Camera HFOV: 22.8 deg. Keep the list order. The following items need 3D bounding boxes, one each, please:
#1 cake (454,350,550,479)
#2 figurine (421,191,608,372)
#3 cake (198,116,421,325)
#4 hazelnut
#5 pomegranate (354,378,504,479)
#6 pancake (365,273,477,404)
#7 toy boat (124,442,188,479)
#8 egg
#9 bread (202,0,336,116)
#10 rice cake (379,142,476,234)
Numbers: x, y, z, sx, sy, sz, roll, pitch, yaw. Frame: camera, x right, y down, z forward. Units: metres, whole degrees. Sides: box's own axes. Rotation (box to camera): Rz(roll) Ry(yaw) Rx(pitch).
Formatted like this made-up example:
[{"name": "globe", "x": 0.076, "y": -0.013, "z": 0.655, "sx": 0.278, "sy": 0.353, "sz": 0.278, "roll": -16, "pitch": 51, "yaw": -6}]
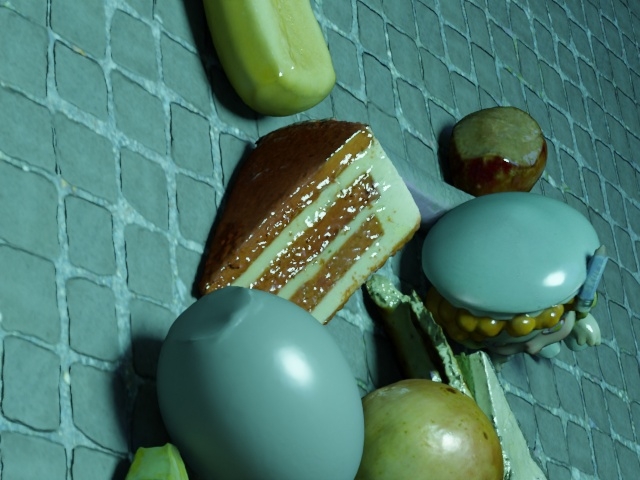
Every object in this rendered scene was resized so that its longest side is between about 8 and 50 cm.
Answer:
[{"name": "cake", "x": 0.209, "y": 0.250, "z": 1.910, "sx": 0.117, "sy": 0.086, "sz": 0.220, "roll": 19, "pitch": 55, "yaw": -53}, {"name": "figurine", "x": 0.245, "y": 0.063, "z": 2.036, "sx": 0.382, "sy": 0.225, "sz": 0.205, "roll": 69, "pitch": 14, "yaw": -69}, {"name": "cake", "x": 0.000, "y": 0.000, "z": 1.661, "sx": 0.158, "sy": 0.160, "sz": 0.262, "roll": 54, "pitch": 33, "yaw": -29}, {"name": "hazelnut", "x": 0.238, "y": -0.107, "z": 2.173, "sx": 0.143, "sy": 0.143, "sz": 0.154, "roll": 48, "pitch": 42, "yaw": -32}, {"name": "pomegranate", "x": 0.093, "y": 0.232, "z": 1.638, "sx": 0.191, "sy": 0.191, "sz": 0.191, "roll": 38, "pitch": 41, "yaw": -42}, {"name": "pancake", "x": 0.132, "y": 0.176, "z": 1.817, "sx": 0.257, "sy": 0.056, "sz": 0.212, "roll": -119, "pitch": -170, "yaw": -56}, {"name": "toy boat", "x": -0.133, "y": 0.260, "z": 1.367, "sx": 0.066, "sy": 0.065, "sz": 0.172, "roll": 43, "pitch": 35, "yaw": -70}, {"name": "egg", "x": -0.049, "y": 0.154, "z": 1.455, "sx": 0.232, "sy": 0.176, "sz": 0.176, "roll": 54, "pitch": 32, "yaw": -24}, {"name": "bread", "x": -0.069, "y": -0.240, "z": 1.770, "sx": 0.147, "sy": 0.098, "sz": 0.217, "roll": 3, "pitch": 66, "yaw": -57}, {"name": "rice cake", "x": 0.118, "y": -0.054, "z": 1.990, "sx": 0.365, "sy": 0.073, "sz": 0.056, "roll": 27, "pitch": 47, "yaw": -53}]
